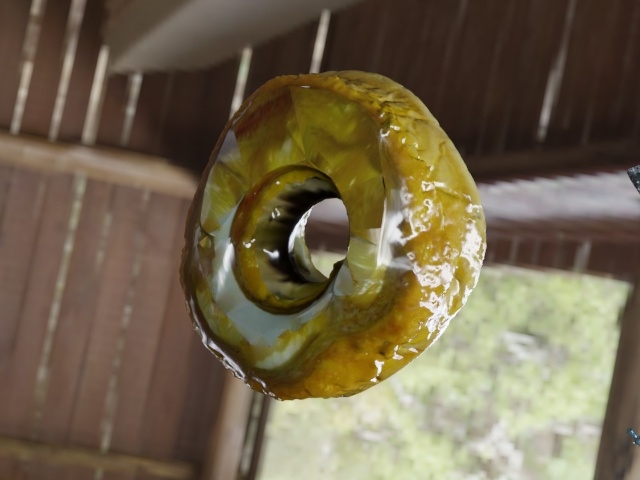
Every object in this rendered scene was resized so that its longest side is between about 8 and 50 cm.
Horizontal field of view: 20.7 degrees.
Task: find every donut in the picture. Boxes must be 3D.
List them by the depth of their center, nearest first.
[{"bbox_3d":[0.000,0.000,1.695,0.330,0.330,0.160,9,-170,24],"label":"donut"}]

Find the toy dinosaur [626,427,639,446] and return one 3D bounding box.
[{"bbox_3d":[0.389,0.235,1.970,0.080,0.045,0.197,41,-176,-12],"label":"toy dinosaur"}]

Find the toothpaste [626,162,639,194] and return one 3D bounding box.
[{"bbox_3d":[0.445,-0.100,2.025,0.047,0.040,0.196,-32,-175,-41],"label":"toothpaste"}]
